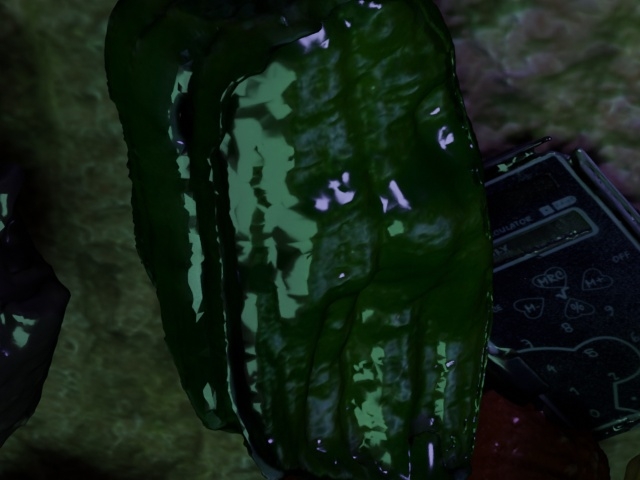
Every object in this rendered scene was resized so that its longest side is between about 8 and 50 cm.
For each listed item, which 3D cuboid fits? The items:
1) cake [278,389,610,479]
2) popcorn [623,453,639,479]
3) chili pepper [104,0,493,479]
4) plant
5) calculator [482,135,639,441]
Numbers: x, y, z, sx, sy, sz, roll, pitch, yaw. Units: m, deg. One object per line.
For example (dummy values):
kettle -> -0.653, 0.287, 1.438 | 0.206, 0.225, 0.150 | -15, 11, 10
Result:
cake -> 0.089, 0.223, 1.253 | 0.283, 0.151, 0.177 | -23, 140, 37
popcorn -> 0.383, 0.173, 0.988 | 0.390, 0.354, 0.344 | 15, 105, -50
chili pepper -> -0.009, -0.002, 0.996 | 0.213, 0.167, 0.385 | -27, 124, -19
plant -> -0.258, 0.024, 1.049 | 0.199, 0.188, 0.276 | -29, 153, -19
calculator -> 0.165, 0.041, 1.130 | 0.166, 0.028, 0.274 | -24, 128, 32
